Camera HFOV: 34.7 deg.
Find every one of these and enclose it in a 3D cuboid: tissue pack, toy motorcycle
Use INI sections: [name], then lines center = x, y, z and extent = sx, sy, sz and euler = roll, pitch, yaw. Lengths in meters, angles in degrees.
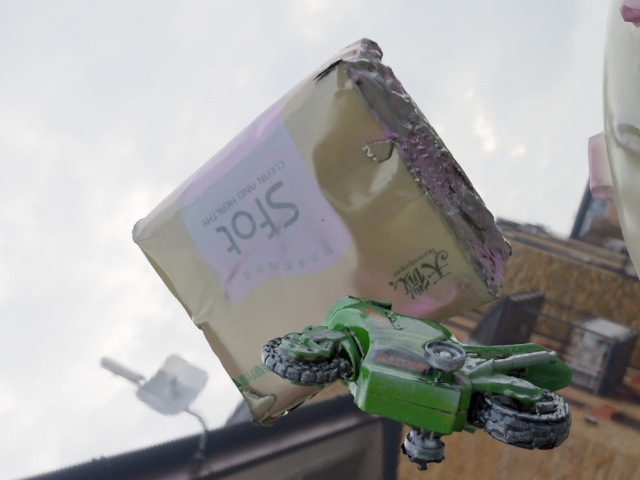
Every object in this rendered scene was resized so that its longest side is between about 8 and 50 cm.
[tissue pack]
center = 0.000, 0.000, 0.816
extent = 0.257, 0.215, 0.123
euler = -36, -1, 31
[toy motorcycle]
center = 0.061, 0.082, 0.639
extent = 0.106, 0.190, 0.074
euler = -52, -26, -69

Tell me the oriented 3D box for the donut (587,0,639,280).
[donut]
center = 0.252, -0.034, 0.280
extent = 0.142, 0.382, 0.382
euler = -33, -43, -44
